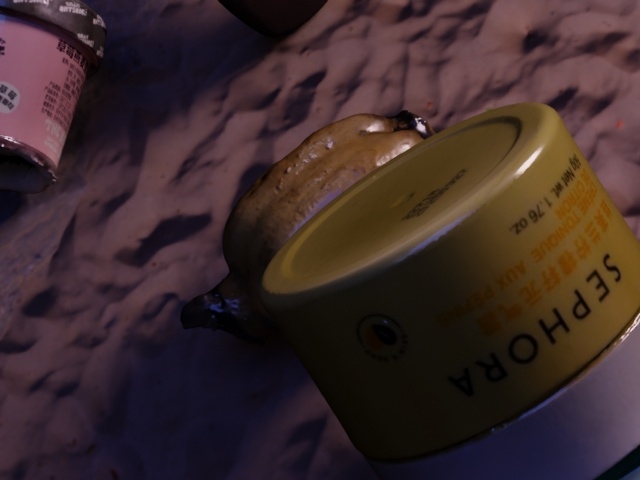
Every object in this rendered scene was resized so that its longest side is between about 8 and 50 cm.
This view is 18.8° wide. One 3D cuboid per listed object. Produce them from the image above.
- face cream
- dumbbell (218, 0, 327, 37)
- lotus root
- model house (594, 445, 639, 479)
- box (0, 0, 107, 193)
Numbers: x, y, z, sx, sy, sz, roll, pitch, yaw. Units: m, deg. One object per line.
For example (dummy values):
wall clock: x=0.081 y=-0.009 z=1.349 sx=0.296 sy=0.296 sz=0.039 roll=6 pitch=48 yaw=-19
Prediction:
face cream: x=0.097 y=0.045 z=1.198 sx=0.218 sy=0.179 sz=0.218 roll=-31 pitch=14 yaw=9
dumbbell: x=-0.091 y=-0.261 z=1.502 sx=0.225 sy=0.140 sz=0.124 roll=34 pitch=91 yaw=28
lotus root: x=0.000 y=0.000 z=1.347 sx=0.221 sy=0.118 sz=0.125 roll=-46 pitch=28 yaw=-8
model house: x=0.204 y=0.163 z=1.192 sx=0.100 sy=0.127 sz=0.149 roll=-35 pitch=62 yaw=-5
box: x=-0.249 y=-0.114 z=1.468 sx=0.151 sy=0.151 sz=0.135 roll=5 pitch=73 yaw=19
